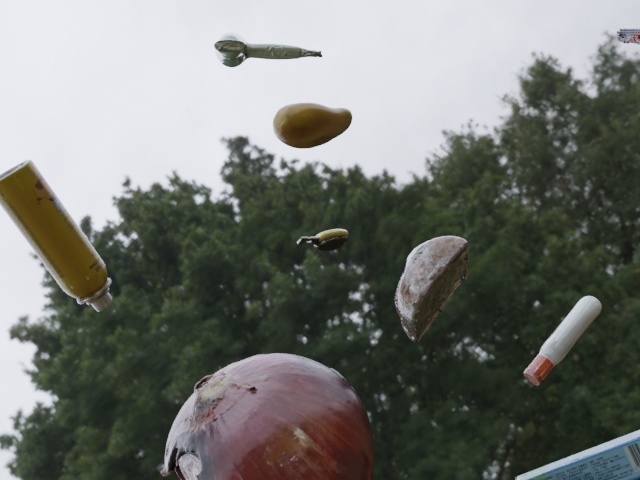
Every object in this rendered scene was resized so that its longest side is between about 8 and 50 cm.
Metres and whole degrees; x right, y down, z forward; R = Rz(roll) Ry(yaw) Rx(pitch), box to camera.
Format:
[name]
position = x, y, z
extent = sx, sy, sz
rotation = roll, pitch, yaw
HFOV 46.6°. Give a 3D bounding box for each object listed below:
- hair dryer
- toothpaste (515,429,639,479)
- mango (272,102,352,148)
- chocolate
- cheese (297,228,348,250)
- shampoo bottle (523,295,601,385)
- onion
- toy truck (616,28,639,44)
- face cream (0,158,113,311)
[hair dryer]
position = -0.110, -0.408, 1.602
extent = 0.237, 0.206, 0.076
rotation = 1, -78, -8
[toothpaste]
position = 0.478, 0.403, 1.306
extent = 0.266, 0.065, 0.050
rotation = -26, -6, 13
[mango]
position = -0.018, -0.289, 1.856
extent = 0.227, 0.099, 0.136
rotation = -11, -25, -36
[chocolate]
position = 0.211, 0.093, 1.483
extent = 0.185, 0.100, 0.303
rotation = -54, -20, -11
[cheese]
position = 0.000, 0.001, 2.074
extent = 0.162, 0.036, 0.086
rotation = -3, -28, -44
[shampoo bottle]
position = 0.518, 0.216, 1.594
extent = 0.221, 0.051, 0.108
rotation = -46, -15, -15
[onion]
position = -0.074, 0.323, 1.145
extent = 0.341, 0.341, 0.341
rotation = -37, -29, -25
[toy truck]
position = 0.662, -0.434, 1.573
extent = 0.024, 0.083, 0.032
rotation = -39, -64, -3
[face cream]
position = -0.551, 0.003, 1.565
extent = 0.105, 0.105, 0.349
rotation = -38, -67, -23
